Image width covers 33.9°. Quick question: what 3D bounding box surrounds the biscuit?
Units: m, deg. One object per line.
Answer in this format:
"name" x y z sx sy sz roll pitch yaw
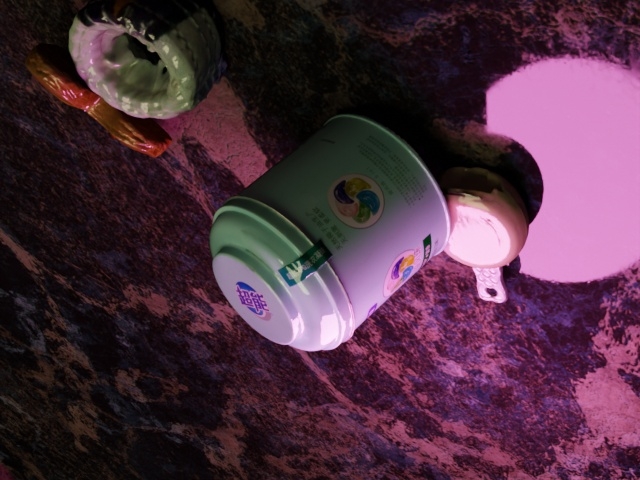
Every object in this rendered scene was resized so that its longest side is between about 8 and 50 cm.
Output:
"biscuit" -0.378 -0.228 1.784 0.277 0.262 0.052 40 98 -12

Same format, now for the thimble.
"thimble" -0.269 -0.307 1.673 0.237 0.150 0.237 18 141 15

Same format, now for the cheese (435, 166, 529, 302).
"cheese" 0.262 0.004 1.717 0.163 0.082 0.286 13 141 27

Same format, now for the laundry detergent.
"laundry detergent" 0.000 0.000 1.648 0.287 0.305 0.287 37 153 23
